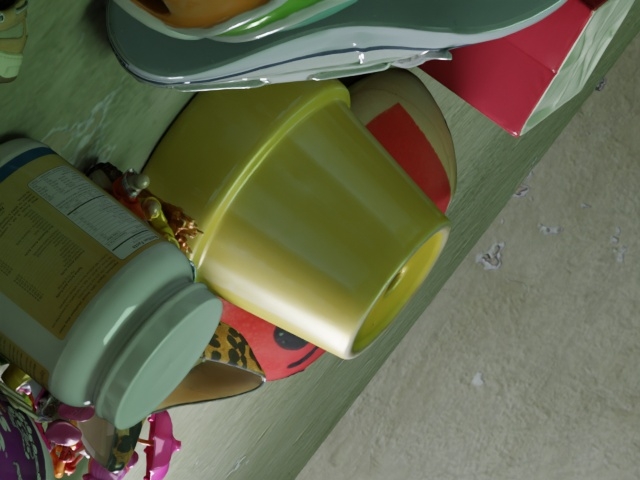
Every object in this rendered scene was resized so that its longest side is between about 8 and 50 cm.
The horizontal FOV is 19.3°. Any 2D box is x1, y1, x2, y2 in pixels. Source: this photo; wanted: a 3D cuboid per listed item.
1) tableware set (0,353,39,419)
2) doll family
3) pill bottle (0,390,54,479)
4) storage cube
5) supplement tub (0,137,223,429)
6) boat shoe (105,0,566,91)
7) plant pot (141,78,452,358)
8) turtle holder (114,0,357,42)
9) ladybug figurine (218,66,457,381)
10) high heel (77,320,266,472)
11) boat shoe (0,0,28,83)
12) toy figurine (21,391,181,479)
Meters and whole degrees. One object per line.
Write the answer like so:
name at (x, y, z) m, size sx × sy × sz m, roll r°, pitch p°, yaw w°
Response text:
tableware set at (-0.273, 0.078, 1.469) m, size 0.024 × 0.104 × 0.154 m, roll -44°, pitch 143°, yaw 1°
doll family at (-0.173, 0.048, 1.618) m, size 0.118 × 0.163 × 0.263 m, roll 10°, pitch 125°, yaw -33°
pill bottle at (-0.307, 0.182, 1.450) m, size 0.169 × 0.169 × 0.301 m, roll -52°, pitch 168°, yaw -1°
storage cube at (0.215, -0.258, 2.064) m, size 0.215 × 0.193 × 0.184 m, roll -37°, pitch 160°, yaw -54°
supplement tub at (-0.187, 0.033, 1.403) m, size 0.144 × 0.199 × 0.144 m, roll -49°, pitch 167°, yaw -15°
boat shoe at (0.020, -0.179, 1.453) m, size 0.367 × 0.136 × 0.156 m, roll -15°, pitch 174°, yaw -5°
plant pot at (-0.017, -0.023, 1.774) m, size 0.254 × 0.239 × 0.254 m, roll -50°, pitch 167°, yaw -16°
turtle holder at (-0.039, -0.265, 1.160) m, size 0.227 × 0.243 × 0.320 m, roll -44°, pitch -145°, yaw 38°
ladybug figurine at (0.000, 0.000, 2.066) m, size 0.449 × 0.162 × 0.305 m, roll -47°, pitch 166°, yaw -24°
high heel at (-0.125, 0.148, 1.731) m, size 0.093 × 0.186 × 0.261 m, roll -51°, pitch -158°, yaw 27°
boat shoe at (-0.226, -0.138, 1.143) m, size 0.190 × 0.068 × 0.072 m, roll -37°, pitch 150°, yaw -80°
toy figurine at (-0.217, 0.182, 1.795) m, size 0.173 × 0.159 × 0.130 m, roll -47°, pitch 166°, yaw -21°
